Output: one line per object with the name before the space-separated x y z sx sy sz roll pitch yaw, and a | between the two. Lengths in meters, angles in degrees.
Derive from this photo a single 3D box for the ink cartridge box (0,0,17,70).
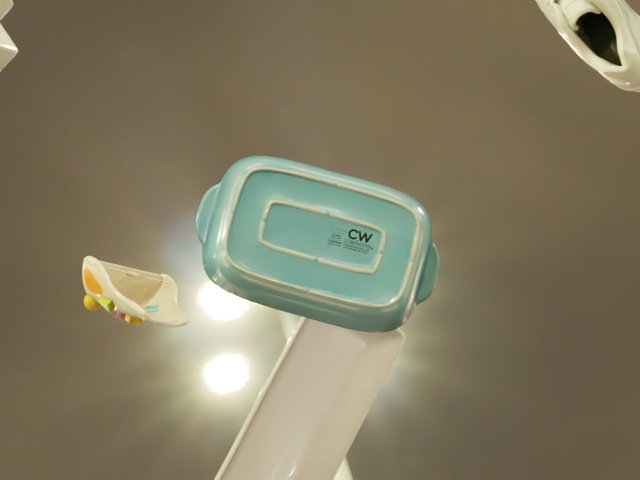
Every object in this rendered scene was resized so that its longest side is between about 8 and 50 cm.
ink cartridge box | -0.288 -0.121 1.068 0.115 0.067 0.198 -43 -21 21

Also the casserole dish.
casserole dish | 0.000 0.000 1.185 0.188 0.114 0.037 16 -10 -4

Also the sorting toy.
sorting toy | -0.145 0.051 1.282 0.083 0.075 0.045 16 -83 -45

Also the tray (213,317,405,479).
tray | -0.023 0.177 1.548 0.145 0.030 0.270 39 -106 -44

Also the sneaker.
sneaker | 0.168 -0.163 1.045 0.053 0.152 0.061 -44 -17 22
